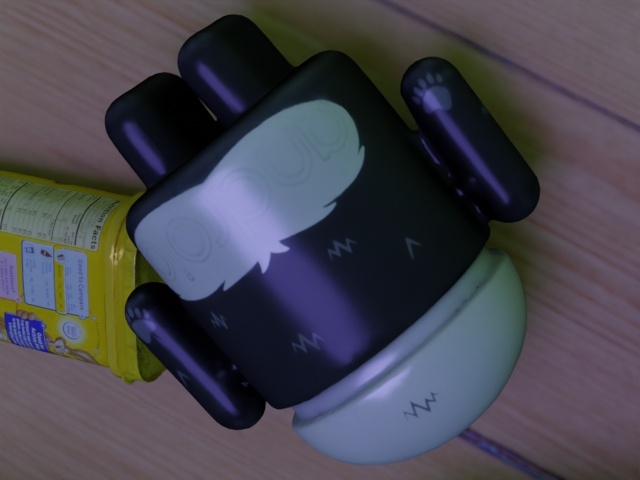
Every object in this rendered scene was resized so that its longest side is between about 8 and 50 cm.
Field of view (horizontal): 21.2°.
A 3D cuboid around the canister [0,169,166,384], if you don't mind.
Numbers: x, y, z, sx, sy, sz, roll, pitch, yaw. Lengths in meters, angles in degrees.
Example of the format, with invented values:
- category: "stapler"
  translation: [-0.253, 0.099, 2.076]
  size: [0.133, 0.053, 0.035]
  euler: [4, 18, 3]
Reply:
- category: "canister"
  translation: [-0.182, 0.017, 1.150]
  size: [0.170, 0.073, 0.126]
  euler: [12, 119, 19]

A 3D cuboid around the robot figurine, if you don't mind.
- category: "robot figurine"
  translation: [-0.001, 0.001, 1.007]
  size: [0.278, 0.173, 0.209]
  euler: [50, 147, -6]
